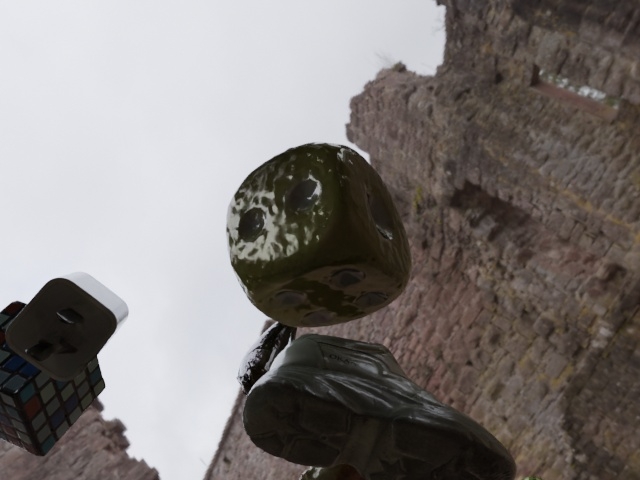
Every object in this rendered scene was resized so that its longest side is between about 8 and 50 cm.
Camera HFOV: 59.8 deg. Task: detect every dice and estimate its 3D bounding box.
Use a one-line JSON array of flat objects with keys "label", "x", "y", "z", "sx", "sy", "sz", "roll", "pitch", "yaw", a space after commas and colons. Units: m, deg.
[{"label": "dice", "x": 0.000, "y": 0.000, "z": 0.924, "sx": 0.233, "sy": 0.226, "sz": 0.238, "roll": -25, "pitch": -36, "yaw": 24}]

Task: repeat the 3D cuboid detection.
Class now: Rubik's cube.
[{"label": "Rubik's cube", "x": -0.542, "y": 0.252, "z": 1.033, "sx": 0.184, "sy": 0.182, "sz": 0.187, "roll": -56, "pitch": -26, "yaw": -50}]

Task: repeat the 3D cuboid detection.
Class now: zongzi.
[{"label": "zongzi", "x": -0.111, "y": 0.259, "z": 1.338, "sx": 0.241, "sy": 0.111, "sz": 0.247, "roll": -62, "pitch": 1, "yaw": -9}]

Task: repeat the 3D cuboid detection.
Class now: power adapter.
[{"label": "power adapter", "x": -0.380, "y": 0.129, "z": 0.836, "sx": 0.130, "sy": 0.125, "sz": 0.205, "roll": -51, "pitch": 9, "yaw": -8}]

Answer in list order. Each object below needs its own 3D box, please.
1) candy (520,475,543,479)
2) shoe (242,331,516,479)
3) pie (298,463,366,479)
[{"label": "candy", "x": 0.426, "y": 0.527, "z": 1.112, "sx": 0.096, "sy": 0.097, "sz": 0.209, "roll": -60, "pitch": -17, "yaw": 9}, {"label": "shoe", "x": 0.086, "y": 0.214, "z": 0.736, "sx": 0.210, "sy": 0.342, "sz": 0.132, "roll": -68, "pitch": -4, "yaw": -66}, {"label": "pie", "x": 0.070, "y": 0.538, "z": 1.135, "sx": 0.315, "sy": 0.092, "sz": 0.315, "roll": -12, "pitch": -69, "yaw": -34}]
